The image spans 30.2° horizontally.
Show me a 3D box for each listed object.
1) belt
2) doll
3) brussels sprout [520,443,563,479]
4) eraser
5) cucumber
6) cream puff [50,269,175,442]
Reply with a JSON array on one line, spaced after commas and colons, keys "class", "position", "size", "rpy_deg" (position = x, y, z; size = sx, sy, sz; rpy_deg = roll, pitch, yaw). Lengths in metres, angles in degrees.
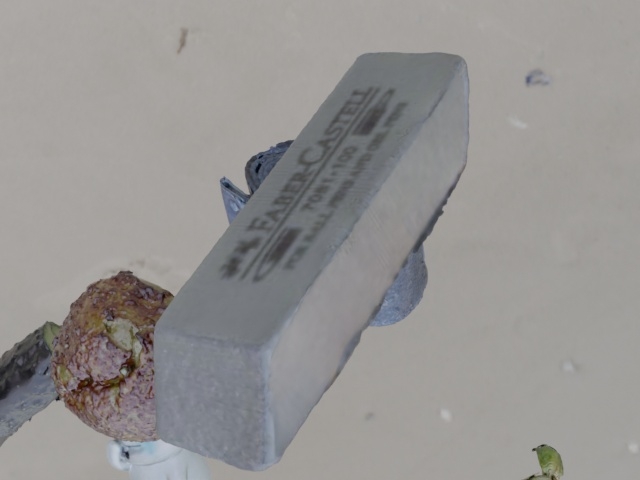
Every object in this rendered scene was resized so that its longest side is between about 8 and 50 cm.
[{"class": "belt", "position": [0.015, 0.000, 1.166], "size": [0.122, 0.218, 0.128], "rpy_deg": [-37, 138, -24]}, {"class": "doll", "position": [-0.193, 0.255, 1.411], "size": [0.110, 0.107, 0.181], "rpy_deg": [2, 116, 43]}, {"class": "brussels sprout", "position": [0.273, 0.291, 1.456], "size": [0.051, 0.083, 0.046], "rpy_deg": [17, 157, 27]}, {"class": "eraser", "position": [0.000, -0.001, 0.870], "size": [0.111, 0.352, 0.077], "rpy_deg": [10, 142, 37]}, {"class": "cucumber", "position": [-0.344, 0.177, 1.272], "size": [0.081, 0.072, 0.303], "rpy_deg": [19, 137, -38]}, {"class": "cream puff", "position": [-0.163, 0.101, 0.978], "size": [0.149, 0.084, 0.149], "rpy_deg": [11, 115, 24]}]
